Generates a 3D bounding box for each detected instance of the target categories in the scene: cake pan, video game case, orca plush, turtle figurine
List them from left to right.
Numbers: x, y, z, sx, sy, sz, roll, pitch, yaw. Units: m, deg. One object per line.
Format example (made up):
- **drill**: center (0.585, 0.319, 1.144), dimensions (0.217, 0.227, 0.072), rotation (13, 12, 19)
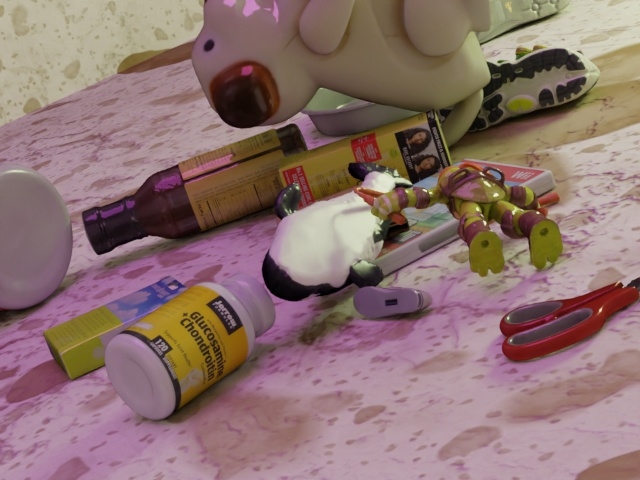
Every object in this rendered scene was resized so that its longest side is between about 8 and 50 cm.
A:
- **orca plush**: center (0.000, 0.000, 1.771), dimensions (0.102, 0.151, 0.287), rotation (-51, 10, 38)
- **cake pan**: center (0.107, -0.250, 2.562), dimensions (0.293, 0.054, 0.293), rotation (-18, 17, 6)
- **video game case**: center (0.128, -0.031, 1.916), dimensions (0.285, 0.025, 0.204), rotation (-26, 18, -22)
- **turtle figurine**: center (0.190, -0.039, 1.717), dimensions (0.269, 0.087, 0.217), rotation (3, 22, -22)

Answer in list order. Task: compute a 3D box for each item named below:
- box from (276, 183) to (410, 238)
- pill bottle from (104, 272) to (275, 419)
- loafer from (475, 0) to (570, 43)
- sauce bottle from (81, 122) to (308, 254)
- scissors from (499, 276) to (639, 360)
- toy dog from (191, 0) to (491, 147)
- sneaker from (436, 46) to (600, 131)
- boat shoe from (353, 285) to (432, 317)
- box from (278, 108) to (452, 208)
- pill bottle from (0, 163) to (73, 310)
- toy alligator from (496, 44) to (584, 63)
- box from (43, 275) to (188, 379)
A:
- **box**: center (0.025, -0.023, 1.927), dimensions (0.164, 0.021, 0.201), rotation (-19, 18, 3)
- **pill bottle**: center (-0.137, 0.108, 1.644), dimensions (0.103, 0.103, 0.184), rotation (-1, 26, 47)
- **loafer**: center (0.308, -0.429, 2.815), dimensions (0.319, 0.112, 0.111), rotation (-14, 11, -7)
- **sauce bottle**: center (-0.179, -0.070, 2.222), dimensions (0.344, 0.111, 0.111), rotation (-18, 17, -1)
- **scissors**: center (0.311, 0.051, 1.483), dimensions (0.297, 0.021, 0.109), rotation (-19, 15, -3)
- **toy dog**: center (0.018, -0.296, 2.144), dimensions (0.408, 0.395, 0.284), rotation (-13, 36, -2)
- **sneaker**: center (0.283, -0.222, 2.259), dimensions (0.275, 0.107, 0.110), rotation (-5, 2, 26)
- **boat shoe**: center (0.081, 0.066, 1.666), dimensions (0.100, 0.035, 0.035), rotation (-8, -7, 44)
- **box**: center (0.063, -0.105, 2.111), dimensions (0.232, 0.087, 0.058), rotation (-16, 18, 8)
- **pill bottle**: center (-0.558, 0.007, 2.238), dimensions (0.363, 0.210, 0.210), rotation (-6, 22, 39)
- **toy alligator**: center (0.355, -0.272, 2.372), dimensions (0.051, 0.056, 0.190), rotation (19, -10, -37)
- **box**: center (-0.247, 0.105, 1.876), dimensions (0.178, 0.042, 0.109), rotation (-24, 18, -16)
